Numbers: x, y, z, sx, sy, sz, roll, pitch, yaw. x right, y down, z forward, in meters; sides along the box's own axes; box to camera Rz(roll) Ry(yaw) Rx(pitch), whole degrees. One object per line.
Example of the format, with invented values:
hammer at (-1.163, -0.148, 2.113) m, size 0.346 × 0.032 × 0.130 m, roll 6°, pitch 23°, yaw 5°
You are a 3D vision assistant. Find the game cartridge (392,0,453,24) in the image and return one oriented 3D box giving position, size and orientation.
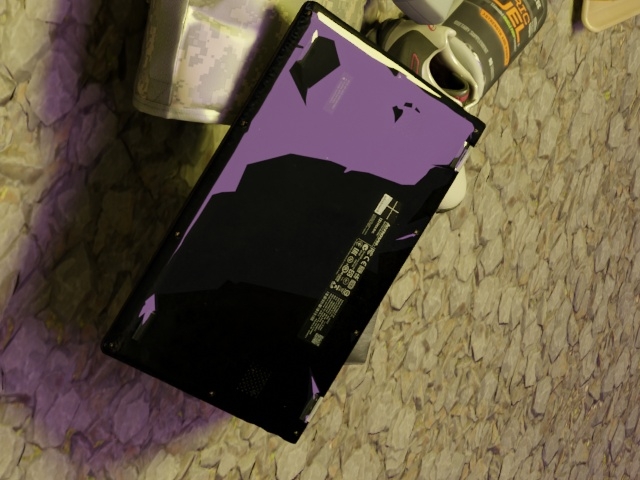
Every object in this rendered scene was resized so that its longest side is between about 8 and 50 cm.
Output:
game cartridge at (0.093, -0.397, 1.835) m, size 0.297 × 0.062 × 0.198 m, roll 53°, pitch 45°, yaw -42°

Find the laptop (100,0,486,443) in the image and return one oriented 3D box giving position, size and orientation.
laptop at (-0.025, -0.013, 1.692) m, size 0.408 × 0.236 × 0.382 m, roll 31°, pitch 90°, yaw -38°

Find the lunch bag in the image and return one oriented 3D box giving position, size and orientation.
lunch bag at (-0.080, -0.233, 1.577) m, size 0.287 × 0.169 × 0.235 m, roll -4°, pitch 110°, yaw -63°

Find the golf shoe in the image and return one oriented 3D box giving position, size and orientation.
golf shoe at (0.139, -0.146, 1.986) m, size 0.105 × 0.120 × 0.273 m, roll -52°, pitch 130°, yaw -39°

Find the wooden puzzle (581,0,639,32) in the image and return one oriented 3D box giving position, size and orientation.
wooden puzzle at (0.459, -0.460, 2.510) m, size 0.221 × 0.044 × 0.239 m, roll -28°, pitch 123°, yaw -51°

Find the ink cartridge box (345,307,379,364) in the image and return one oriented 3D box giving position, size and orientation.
ink cartridge box at (0.000, 0.000, 1.931) m, size 0.303 × 0.072 × 0.307 m, roll 4°, pitch 102°, yaw -60°

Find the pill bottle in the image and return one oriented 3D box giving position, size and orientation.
pill bottle at (0.208, -0.283, 2.078) m, size 0.246 × 0.130 × 0.130 m, roll -50°, pitch 143°, yaw -37°
